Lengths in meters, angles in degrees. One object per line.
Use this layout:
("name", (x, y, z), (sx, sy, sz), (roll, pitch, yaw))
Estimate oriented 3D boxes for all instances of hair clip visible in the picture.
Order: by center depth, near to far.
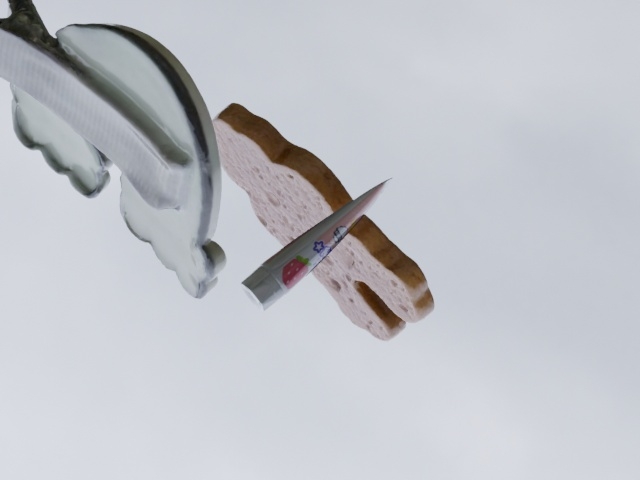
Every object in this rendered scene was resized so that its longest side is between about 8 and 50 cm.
("hair clip", (-0.133, -0.072, 1.052), (0.220, 0.140, 0.054), (39, -136, 18))

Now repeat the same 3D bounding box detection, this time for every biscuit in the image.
("biscuit", (-0.002, -0.025, 2.008), (0.334, 0.202, 0.047), (46, -113, 3))

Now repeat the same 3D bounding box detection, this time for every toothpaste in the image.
("toothpaste", (0.000, 0.000, 1.870), (0.043, 0.194, 0.067), (49, 167, 5))
